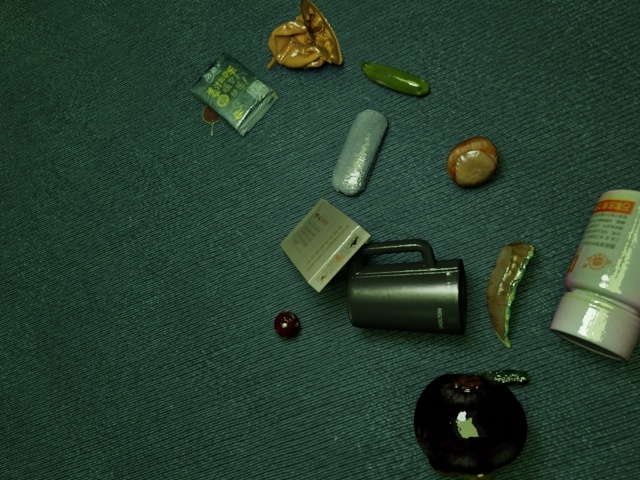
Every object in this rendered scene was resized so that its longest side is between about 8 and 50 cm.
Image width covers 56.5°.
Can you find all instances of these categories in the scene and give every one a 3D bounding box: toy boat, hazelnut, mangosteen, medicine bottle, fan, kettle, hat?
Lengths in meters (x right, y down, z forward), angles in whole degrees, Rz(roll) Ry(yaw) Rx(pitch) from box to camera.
[{"bbox_3d":[0.504,0.138,1.612,0.099,0.108,0.293,16,86,-12],"label":"toy boat"},{"bbox_3d":[0.433,-0.234,1.708,0.150,0.150,0.150,-4,75,16],"label":"hazelnut"},{"bbox_3d":[0.376,0.490,1.497,0.275,0.275,0.302,-1,109,17],"label":"mangosteen"},{"bbox_3d":[0.740,0.087,1.485,0.219,0.219,0.388,22,84,21],"label":"medicine bottle"},{"bbox_3d":[-0.376,-0.424,2.075,0.085,0.005,0.133,-7,73,15],"label":"fan"},{"bbox_3d":[0.229,0.140,1.611,0.308,0.262,0.203,-1,62,19],"label":"kettle"},{"bbox_3d":[-0.100,0.255,1.782,0.081,0.081,0.081,-4,75,16],"label":"mangosteen"},{"bbox_3d":[-0.083,-0.625,1.965,0.233,0.233,0.244,-28,99,27],"label":"hat"}]

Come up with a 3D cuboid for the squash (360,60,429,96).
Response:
[{"bbox_3d":[0.226,-0.510,1.878,0.252,0.066,0.066,25,85,23],"label":"squash"}]

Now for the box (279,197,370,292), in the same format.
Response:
[{"bbox_3d":[0.000,0.001,1.697,0.051,0.365,0.204,41,91,-22],"label":"box"}]

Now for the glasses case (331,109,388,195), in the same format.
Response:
[{"bbox_3d":[0.122,-0.274,1.849,0.109,0.067,0.282,19,81,18],"label":"glasses case"}]

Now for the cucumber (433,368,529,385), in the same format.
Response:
[{"bbox_3d":[0.428,0.374,1.602,0.256,0.043,0.044,-8,69,16],"label":"cucumber"}]

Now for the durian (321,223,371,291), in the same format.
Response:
[{"bbox_3d":[0.068,0.051,1.772,0.220,0.095,0.137,-45,33,4],"label":"durian"}]

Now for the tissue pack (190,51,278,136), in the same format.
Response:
[{"bbox_3d":[-0.295,-0.503,2.028,0.257,0.081,0.185,42,88,21],"label":"tissue pack"}]
